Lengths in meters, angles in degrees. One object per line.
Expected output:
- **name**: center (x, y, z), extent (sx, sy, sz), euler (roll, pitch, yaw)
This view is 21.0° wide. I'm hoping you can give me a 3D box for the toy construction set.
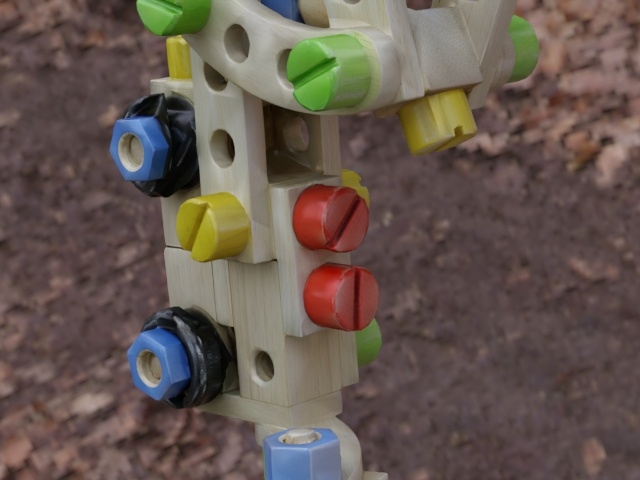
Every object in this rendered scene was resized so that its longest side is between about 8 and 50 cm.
- **toy construction set**: center (0.000, 0.000, 0.745), extent (0.215, 0.327, 0.151), euler (6, 0, 45)
